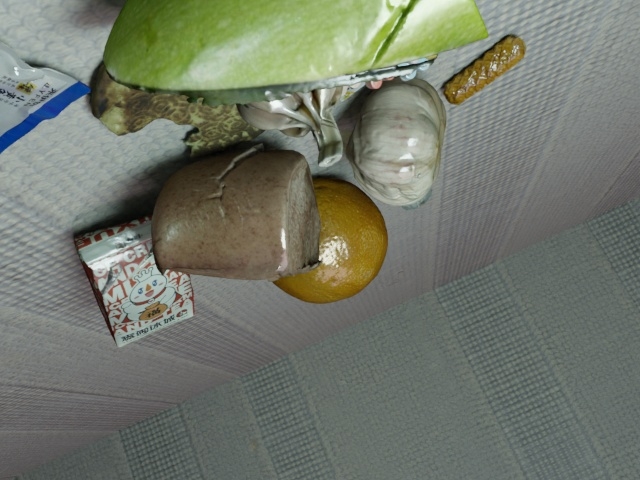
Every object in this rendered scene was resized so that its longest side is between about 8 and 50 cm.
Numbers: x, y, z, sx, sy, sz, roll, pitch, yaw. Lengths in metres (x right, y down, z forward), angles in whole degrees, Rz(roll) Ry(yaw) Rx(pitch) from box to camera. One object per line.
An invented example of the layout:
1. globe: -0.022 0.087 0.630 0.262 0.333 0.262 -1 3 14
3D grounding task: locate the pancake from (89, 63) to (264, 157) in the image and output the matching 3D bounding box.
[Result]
1. pancake: -0.155 -0.191 0.852 0.288 0.033 0.286 -16 162 -22

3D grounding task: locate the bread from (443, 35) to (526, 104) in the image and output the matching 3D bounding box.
1. bread: 0.276 -0.286 1.095 0.157 0.044 0.052 -35 156 29

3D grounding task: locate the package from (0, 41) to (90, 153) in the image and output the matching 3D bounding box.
1. package: -0.367 -0.153 0.697 0.171 0.027 0.173 -30 157 18

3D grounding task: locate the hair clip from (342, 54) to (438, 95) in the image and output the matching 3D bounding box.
1. hair clip: 0.064 -0.230 0.865 0.214 0.056 0.062 -14 119 -6

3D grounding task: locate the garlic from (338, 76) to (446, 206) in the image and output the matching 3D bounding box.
1. garlic: 0.092 -0.161 1.052 0.212 0.218 0.218 7 170 19

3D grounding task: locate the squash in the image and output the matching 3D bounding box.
1. squash: -0.043 -0.210 0.625 0.309 0.233 0.210 -34 128 15

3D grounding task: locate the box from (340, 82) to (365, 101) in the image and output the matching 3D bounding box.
1. box: 0.087 -0.273 0.902 0.207 0.041 0.050 -34 158 25

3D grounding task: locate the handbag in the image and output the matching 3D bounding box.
1. handbag: -0.325 0.048 1.146 0.171 0.151 0.298 -23 154 -22

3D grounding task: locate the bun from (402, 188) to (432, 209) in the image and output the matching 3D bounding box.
1. bun: 0.229 -0.102 1.545 0.083 0.045 0.083 -24 166 -6

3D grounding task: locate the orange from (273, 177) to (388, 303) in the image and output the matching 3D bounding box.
1. orange: 0.000 0.000 1.258 0.264 0.264 0.264 -22 162 -8

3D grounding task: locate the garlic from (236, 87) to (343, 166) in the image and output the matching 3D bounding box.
1. garlic: -0.032 -0.163 0.751 0.127 0.194 0.131 -2 156 -40

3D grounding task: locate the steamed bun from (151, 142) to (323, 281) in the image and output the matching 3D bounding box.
1. steamed bun: -0.118 -0.051 0.996 0.252 0.199 0.301 4 -174 8
